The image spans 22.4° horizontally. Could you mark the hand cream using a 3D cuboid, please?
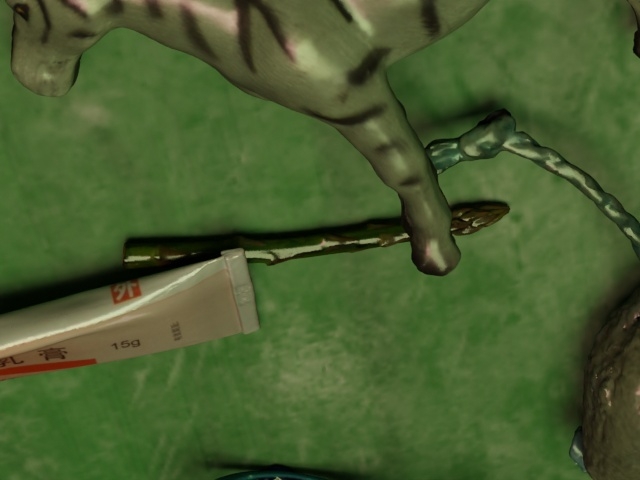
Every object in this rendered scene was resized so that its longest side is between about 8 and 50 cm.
[{"bbox_3d":[-0.131,0.048,0.661,0.216,0.052,0.038,-13,86,-3],"label":"hand cream"}]

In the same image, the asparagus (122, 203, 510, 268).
[{"bbox_3d":[0.000,0.000,0.663,0.162,0.016,0.016,-6,108,-6],"label":"asparagus"}]

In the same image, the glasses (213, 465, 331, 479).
[{"bbox_3d":[0.023,0.181,0.778,0.239,0.102,0.207,14,150,-22],"label":"glasses"}]

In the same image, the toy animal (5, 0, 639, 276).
[{"bbox_3d":[0.021,-0.067,0.569,0.255,0.090,0.170,-17,117,-3],"label":"toy animal"}]

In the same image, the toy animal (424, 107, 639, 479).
[{"bbox_3d":[0.131,0.042,0.688,0.079,0.070,0.253,-41,128,-17],"label":"toy animal"}]
